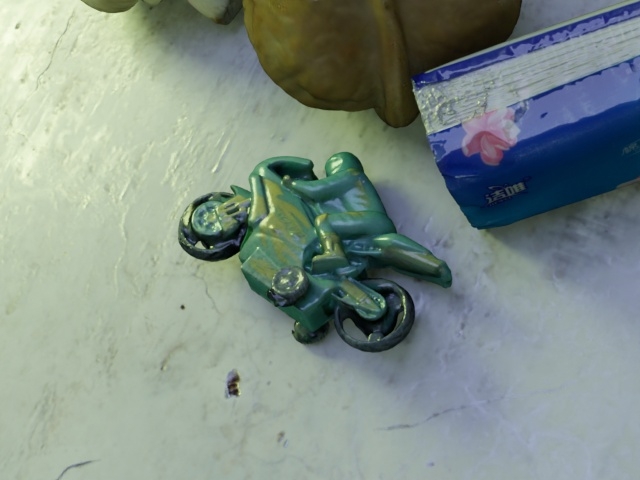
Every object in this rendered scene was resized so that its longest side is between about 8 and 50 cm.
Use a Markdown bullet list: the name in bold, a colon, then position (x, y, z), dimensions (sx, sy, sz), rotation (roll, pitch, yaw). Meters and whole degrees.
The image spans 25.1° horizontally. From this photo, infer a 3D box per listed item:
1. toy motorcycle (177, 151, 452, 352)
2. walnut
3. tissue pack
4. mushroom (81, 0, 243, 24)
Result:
- **toy motorcycle**: position (0.001, 0.001, 1.520), dimensions (0.296, 0.109, 0.198), rotation (34, 73, 29)
- **walnut**: position (0.064, -0.258, 1.493), dimensions (0.296, 0.285, 0.285), rotation (-13, 65, 4)
- **tissue pack**: position (0.246, -0.119, 1.414), dimensions (0.270, 0.209, 0.137), rotation (-17, 66, 11)
- **mushroom**: position (-0.168, -0.355, 1.671), dimensions (0.260, 0.234, 0.254), rotation (-26, 20, 49)
